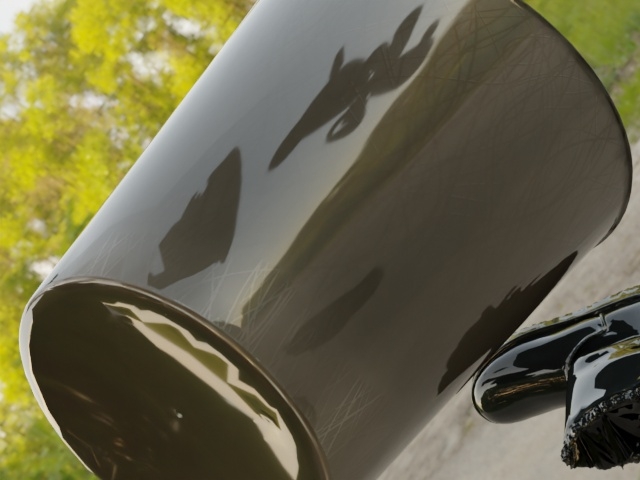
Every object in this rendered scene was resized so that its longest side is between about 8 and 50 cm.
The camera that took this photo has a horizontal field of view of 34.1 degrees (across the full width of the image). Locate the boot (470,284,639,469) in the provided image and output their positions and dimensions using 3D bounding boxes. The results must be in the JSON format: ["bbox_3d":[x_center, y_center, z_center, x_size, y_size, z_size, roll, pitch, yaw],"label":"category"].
[{"bbox_3d":[0.122,0.072,0.487,0.121,0.045,0.099,-31,15,21],"label":"boot"}]

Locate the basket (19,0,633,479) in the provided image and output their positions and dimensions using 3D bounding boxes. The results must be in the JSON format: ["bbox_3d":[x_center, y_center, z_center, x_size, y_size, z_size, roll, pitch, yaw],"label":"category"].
[{"bbox_3d":[0.000,0.000,0.428,0.227,0.204,0.154,-49,-8,-43],"label":"basket"}]
